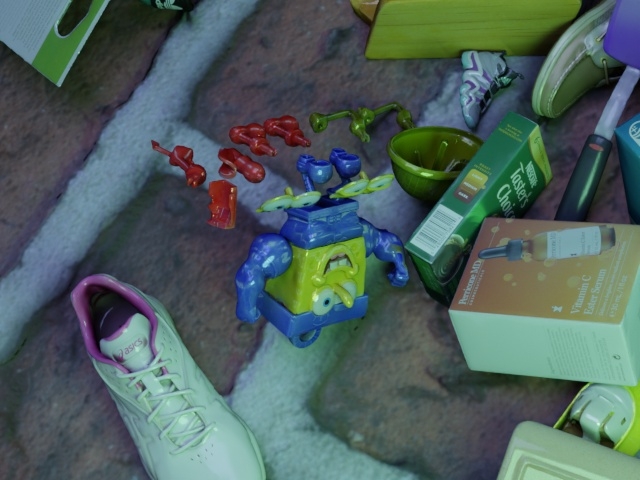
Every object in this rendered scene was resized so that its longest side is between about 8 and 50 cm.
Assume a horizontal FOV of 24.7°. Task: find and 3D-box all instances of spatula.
[{"bbox_3d":[0.295,-0.125,1.482,0.084,0.030,0.296,24,94,19],"label":"spatula"}]

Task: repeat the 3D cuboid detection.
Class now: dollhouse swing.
[{"bbox_3d":[0.164,-0.423,1.573,0.315,0.305,0.347,1,65,17],"label":"dollhouse swing"}]

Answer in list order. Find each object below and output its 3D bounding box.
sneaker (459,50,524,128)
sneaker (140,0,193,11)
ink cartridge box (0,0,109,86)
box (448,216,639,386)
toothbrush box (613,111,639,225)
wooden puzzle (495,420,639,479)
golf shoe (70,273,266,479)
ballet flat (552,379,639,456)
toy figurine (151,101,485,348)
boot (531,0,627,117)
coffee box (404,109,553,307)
[{"bbox_3d":[0.188,-0.168,1.588,0.069,0.038,0.098,-4,63,16],"label":"sneaker"},{"bbox_3d":[-0.121,-0.400,1.770,0.121,0.108,0.302,30,79,20],"label":"sneaker"},{"bbox_3d":[-0.320,-0.311,1.749,0.255,0.097,0.189,39,102,28],"label":"ink cartridge box"},{"bbox_3d":[0.228,0.056,1.401,0.170,0.091,0.130,3,48,26],"label":"box"},{"bbox_3d":[0.409,0.016,1.325,0.126,0.216,0.295,-33,59,-1],"label":"toothbrush box"},{"bbox_3d":[0.241,0.304,1.290,0.221,0.044,0.238,19,81,7],"label":"wooden puzzle"},{"bbox_3d":[-0.165,0.157,1.474,0.115,0.140,0.306,-37,61,-5],"label":"golf shoe"},{"bbox_3d":[0.242,0.195,1.364,0.077,0.077,0.231,35,78,30],"label":"ballet flat"},{"bbox_3d":[0.000,0.000,1.513,0.362,0.217,0.191,-14,30,-41],"label":"toy figurine"},{"bbox_3d":[0.341,-0.180,1.529,0.213,0.077,0.165,-45,63,-9],"label":"boot"},{"bbox_3d":[0.164,-0.031,1.484,0.040,0.113,0.184,31,75,29],"label":"coffee box"}]
